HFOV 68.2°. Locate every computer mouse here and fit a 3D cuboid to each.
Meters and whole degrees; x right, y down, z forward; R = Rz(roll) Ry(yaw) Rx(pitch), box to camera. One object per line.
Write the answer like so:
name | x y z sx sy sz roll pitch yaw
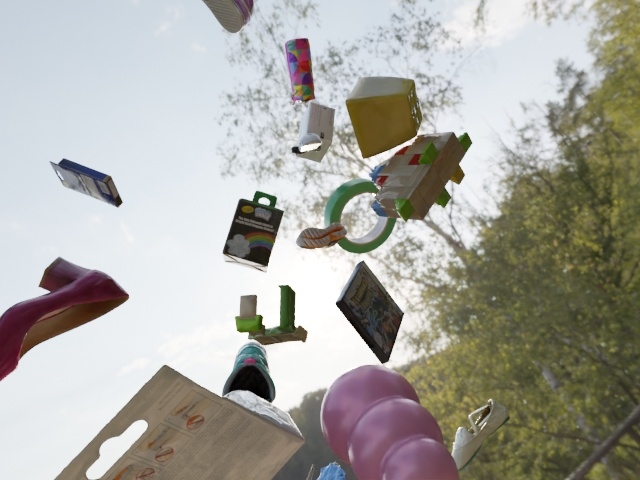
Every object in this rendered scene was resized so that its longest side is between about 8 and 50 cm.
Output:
computer mouse | -0.037 -0.315 1.523 0.106 0.042 0.193 -11 3 -9

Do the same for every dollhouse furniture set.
dollhouse furniture set | -0.170 0.281 1.729 0.198 0.151 0.301 -6 -23 10

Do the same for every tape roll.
tape roll | 0.174 -0.104 2.035 0.321 0.077 0.321 -7 -69 -20

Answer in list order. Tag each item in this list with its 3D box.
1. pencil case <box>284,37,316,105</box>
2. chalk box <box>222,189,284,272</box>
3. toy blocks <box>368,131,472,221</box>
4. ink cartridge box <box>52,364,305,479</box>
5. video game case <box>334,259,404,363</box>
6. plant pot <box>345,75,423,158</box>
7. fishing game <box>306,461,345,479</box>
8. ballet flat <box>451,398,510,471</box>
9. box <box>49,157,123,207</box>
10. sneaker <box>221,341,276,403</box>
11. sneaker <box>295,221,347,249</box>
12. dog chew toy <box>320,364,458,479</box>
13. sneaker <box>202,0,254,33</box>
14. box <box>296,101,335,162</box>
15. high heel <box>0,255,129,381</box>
pencil case | -0.076 -0.632 1.770 0.105 0.104 0.236 -15 -71 -24
chalk box | -0.248 -0.044 1.819 0.180 0.288 0.179 17 -15 -4
toy blocks | 0.280 -0.210 1.535 0.190 0.261 0.381 48 -113 -31
ink cartridge box | -0.250 0.388 0.843 0.308 0.091 0.385 -46 -52 -4
video game case | 0.170 0.224 1.547 0.035 0.248 0.275 -32 10 30
plant pot | 0.224 -0.420 1.557 0.187 0.212 0.212 -4 -53 26
fishing game | 0.023 0.777 1.440 0.041 0.189 0.264 35 -27 -20
ballet flat | 0.449 0.560 1.384 0.248 0.086 0.086 -36 -20 -21
box | -0.780 -0.196 1.577 0.136 0.225 0.036 96 -164 -56
sneaker | -0.159 0.401 1.114 0.124 0.295 0.178 -6 -2 -2
sneaker | 0.000 0.000 1.666 0.215 0.084 0.083 -12 -30 -39
dog chew toy | 0.130 0.374 0.882 0.207 0.206 0.332 -20 19 -15
sneaker | -0.304 -0.781 1.421 0.102 0.161 0.282 -8 -50 35
box | -0.022 -0.469 2.067 0.119 0.180 0.182 12 -26 -14
high heel | -0.354 0.123 0.630 0.117 0.244 0.082 29 -63 -15
